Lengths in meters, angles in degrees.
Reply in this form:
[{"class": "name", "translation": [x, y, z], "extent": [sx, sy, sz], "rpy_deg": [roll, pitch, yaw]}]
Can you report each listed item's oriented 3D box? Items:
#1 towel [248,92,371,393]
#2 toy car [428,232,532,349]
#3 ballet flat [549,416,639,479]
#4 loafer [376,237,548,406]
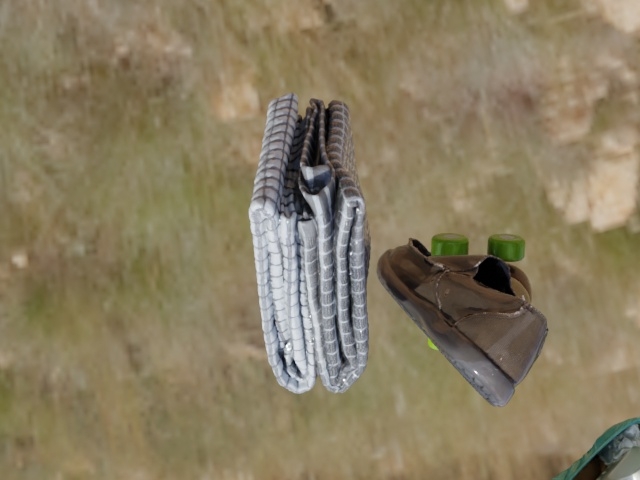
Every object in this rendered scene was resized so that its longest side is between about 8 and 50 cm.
[{"class": "towel", "translation": [0.000, 0.000, 1.815], "extent": [0.121, 0.235, 0.283], "rpy_deg": [-1, 125, 5]}, {"class": "toy car", "translation": [0.215, 0.086, 2.079], "extent": [0.149, 0.155, 0.188], "rpy_deg": [0, -167, -3]}, {"class": "ballet flat", "translation": [0.254, 0.237, 1.462], "extent": [0.247, 0.083, 0.087], "rpy_deg": [-39, 176, -41]}, {"class": "loafer", "translation": [0.183, 0.080, 1.925], "extent": [0.130, 0.366, 0.134], "rpy_deg": [-42, 117, 1]}]
